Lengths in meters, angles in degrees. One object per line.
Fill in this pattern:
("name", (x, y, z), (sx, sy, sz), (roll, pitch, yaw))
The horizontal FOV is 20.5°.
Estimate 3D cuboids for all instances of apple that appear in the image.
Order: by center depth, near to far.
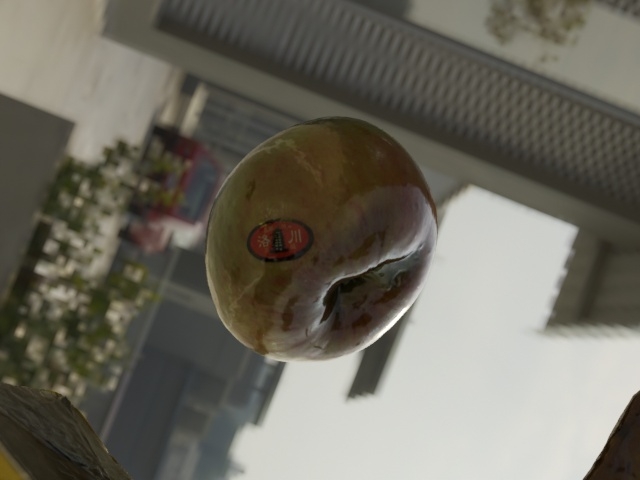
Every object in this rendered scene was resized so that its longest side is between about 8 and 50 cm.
("apple", (0.000, 0.000, 1.829), (0.194, 0.261, 0.260), (56, -46, 39))

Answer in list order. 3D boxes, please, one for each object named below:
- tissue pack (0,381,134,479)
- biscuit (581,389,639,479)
("tissue pack", (-0.309, 0.346, 1.535), (0.382, 0.293, 0.228), (-50, 152, 10))
("biscuit", (0.390, 0.271, 1.541), (0.046, 0.359, 0.359), (90, 21, -81))
